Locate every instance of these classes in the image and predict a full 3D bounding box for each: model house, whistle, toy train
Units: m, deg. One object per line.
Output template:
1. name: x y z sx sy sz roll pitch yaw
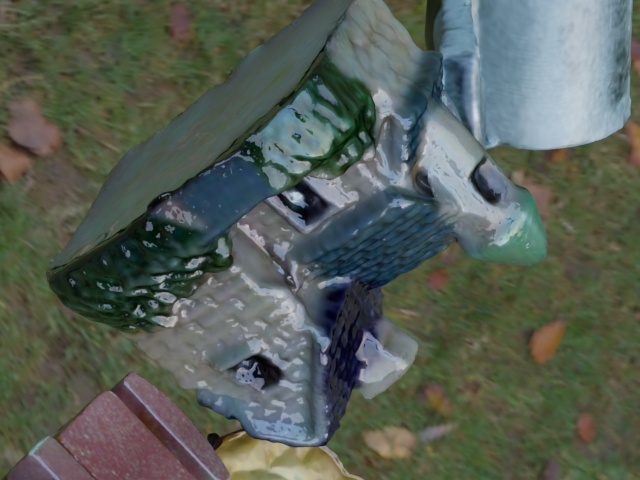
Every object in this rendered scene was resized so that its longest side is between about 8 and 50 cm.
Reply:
1. model house: 0.000 -0.001 1.263 0.298 0.243 0.284 -33 113 32
2. whistle: 0.160 -0.170 1.502 0.404 0.188 0.168 -32 127 -47
3. toy train: -0.203 0.229 1.039 0.150 0.221 0.304 46 124 -2

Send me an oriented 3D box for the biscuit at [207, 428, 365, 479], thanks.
1. biscuit: -0.052 0.248 1.279 0.260 0.041 0.203 -21 81 -39
